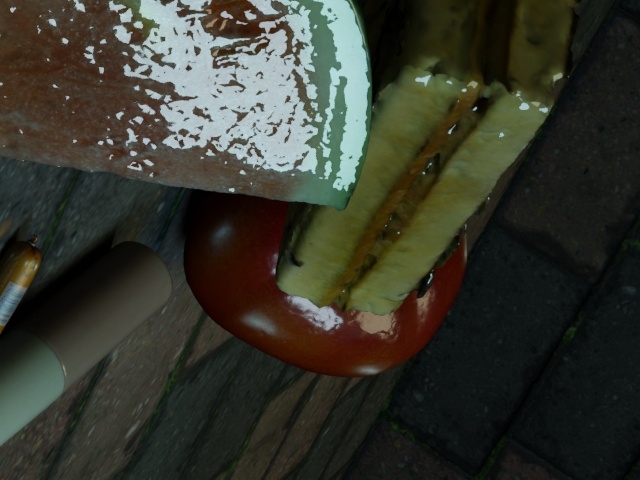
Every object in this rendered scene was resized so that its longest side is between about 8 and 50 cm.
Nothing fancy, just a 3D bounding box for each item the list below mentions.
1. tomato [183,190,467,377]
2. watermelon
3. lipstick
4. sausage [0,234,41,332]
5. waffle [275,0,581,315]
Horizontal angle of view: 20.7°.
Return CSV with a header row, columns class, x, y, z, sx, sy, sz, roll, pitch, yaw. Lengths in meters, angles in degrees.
class,x,y,z,sx,sy,sz,roll,pitch,yaw
tomato,0.000,0.000,1.726,0.226,0.299,0.298,-10,-152,46
watermelon,-0.090,-0.133,1.018,0.293,0.250,0.283,-57,163,-11
lipstick,-0.223,0.088,1.470,0.254,0.070,0.070,-43,162,-48
sausage,-0.246,0.042,1.355,0.107,0.031,0.031,-57,168,5
waffle,0.077,-0.127,1.243,0.376,0.114,0.261,121,-14,-63
